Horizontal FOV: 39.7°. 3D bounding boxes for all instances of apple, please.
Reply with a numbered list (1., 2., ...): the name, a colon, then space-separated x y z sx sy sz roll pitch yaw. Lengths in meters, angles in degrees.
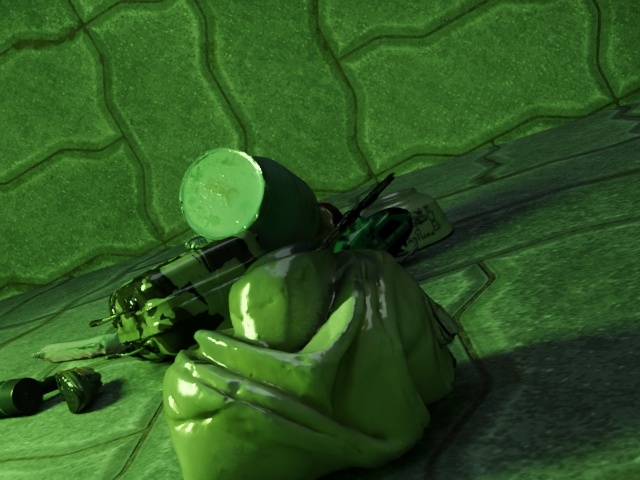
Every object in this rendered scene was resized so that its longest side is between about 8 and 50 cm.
1. apple: -0.002 0.001 2.104 0.158 0.156 0.147 -41 6 15

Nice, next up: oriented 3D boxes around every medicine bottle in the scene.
1. medicine bottle: -0.158 -0.072 1.942 0.245 0.245 0.290 -16 -16 17

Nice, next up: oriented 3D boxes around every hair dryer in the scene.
1. hair dryer: -0.559 0.291 1.775 0.124 0.071 0.219 -13 4 39

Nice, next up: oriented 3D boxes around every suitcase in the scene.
1. suitcase: -0.270 0.133 1.701 0.339 0.194 0.351 -27 2 -27

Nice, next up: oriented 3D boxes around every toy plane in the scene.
1. toy plane: 0.069 0.020 1.853 0.382 0.155 0.106 -40 17 -20

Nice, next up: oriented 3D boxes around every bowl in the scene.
1. bowl: 0.183 -0.045 2.097 0.238 0.126 0.238 -20 7 3

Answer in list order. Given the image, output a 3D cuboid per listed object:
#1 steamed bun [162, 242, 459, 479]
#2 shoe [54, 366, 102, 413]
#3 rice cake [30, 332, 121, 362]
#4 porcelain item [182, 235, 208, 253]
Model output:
1. steamed bun: -0.020 0.123 1.039 0.394 0.237 0.346 -25 10 -36
2. shoe: -0.439 0.266 1.638 0.077 0.074 0.194 -17 5 -23
3. rice cake: -0.566 0.255 2.051 0.290 0.051 0.081 -13 1 41
4. porcelain item: -0.282 0.078 2.119 0.138 0.186 0.288 -22 8 -14
